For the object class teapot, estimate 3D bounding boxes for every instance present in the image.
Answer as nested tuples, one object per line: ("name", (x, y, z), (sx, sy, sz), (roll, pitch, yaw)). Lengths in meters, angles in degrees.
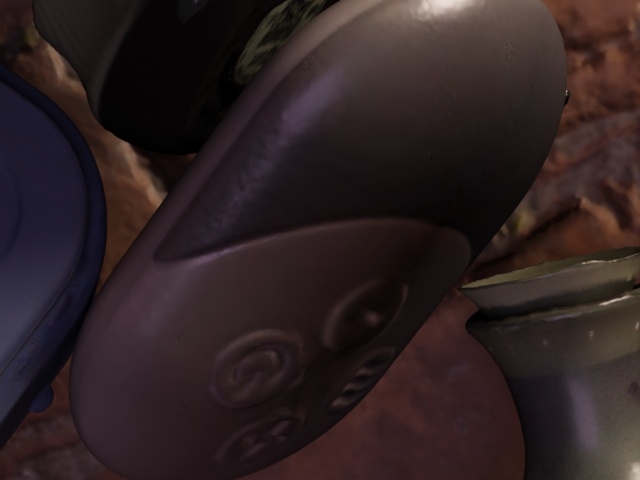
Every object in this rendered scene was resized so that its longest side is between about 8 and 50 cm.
("teapot", (0.149, 0.134, 1.028), (0.184, 0.183, 0.250), (-13, 91, 6))

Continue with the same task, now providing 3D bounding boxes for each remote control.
("remote control", (0.000, 0.000, 0.980), (0.103, 0.221, 0.332), (46, 109, 30))

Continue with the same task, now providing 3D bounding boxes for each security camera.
("security camera", (-0.115, -0.191, 0.937), (0.277, 0.197, 0.191), (41, 115, 8))

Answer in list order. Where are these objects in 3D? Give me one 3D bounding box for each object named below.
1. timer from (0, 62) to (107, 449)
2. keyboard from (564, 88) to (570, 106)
("timer", (-0.330, 0.024, 0.969), (0.395, 0.173, 0.394), (2, 76, -7))
("keyboard", (0.039, -0.104, 1.044), (0.195, 0.018, 0.060), (29, 111, -5))
